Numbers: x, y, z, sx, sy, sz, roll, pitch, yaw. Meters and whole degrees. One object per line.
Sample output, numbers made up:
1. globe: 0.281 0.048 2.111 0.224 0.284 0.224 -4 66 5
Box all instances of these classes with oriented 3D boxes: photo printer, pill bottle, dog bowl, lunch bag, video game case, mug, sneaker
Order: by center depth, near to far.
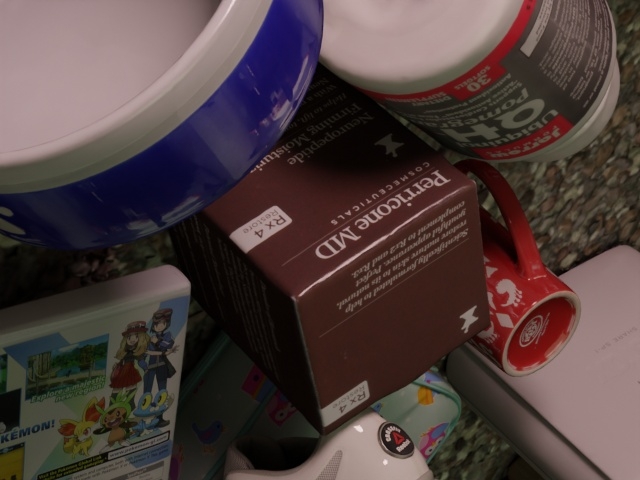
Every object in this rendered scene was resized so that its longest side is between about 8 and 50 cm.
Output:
1. dog bowl: -0.135 -0.131 0.937 0.265 0.265 0.104 -43 144 -5
2. video game case: -0.254 0.182 1.188 0.329 0.036 0.300 -15 130 -33
3. pill bottle: 0.120 -0.158 1.213 0.176 0.176 0.318 -53 152 8
4. sneaker: -0.045 0.238 1.320 0.330 0.146 0.122 -41 173 27
5. mug: 0.137 0.025 1.412 0.113 0.169 0.150 -35 141 -14
6. lunch bag: -0.009 0.166 1.450 0.279 0.108 0.224 22 106 -51
7. photo printer: 0.315 0.159 1.590 0.256 0.307 0.107 -26 138 -23

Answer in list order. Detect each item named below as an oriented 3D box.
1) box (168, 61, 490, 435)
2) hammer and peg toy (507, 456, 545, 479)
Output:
1. box: 0.000 0.000 1.233 0.168 0.203 0.167 -33 140 -19
2. hammer and peg toy: 0.321 0.320 1.884 0.266 0.127 0.361 -1 123 -43
